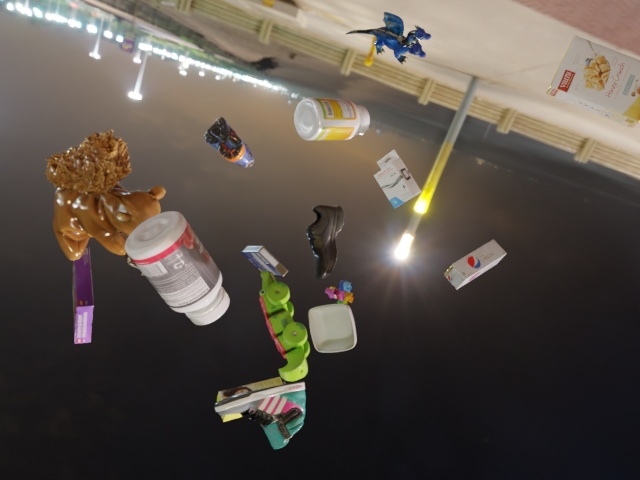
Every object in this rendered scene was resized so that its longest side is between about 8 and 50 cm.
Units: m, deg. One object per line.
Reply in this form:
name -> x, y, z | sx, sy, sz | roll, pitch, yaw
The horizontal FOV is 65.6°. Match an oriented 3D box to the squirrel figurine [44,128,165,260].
squirrel figurine -> -0.685, -0.139, 1.596 | 0.370, 0.397, 0.281 | 5, -148, 39

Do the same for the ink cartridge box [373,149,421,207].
ink cartridge box -> 0.264, -0.219, 1.777 | 0.060, 0.104, 0.180 | -32, -91, -41

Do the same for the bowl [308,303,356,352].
bowl -> 0.042, 0.260, 1.492 | 0.142, 0.142, 0.053 | -12, 177, 26

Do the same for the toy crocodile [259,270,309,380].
toy crocodile -> -0.109, 0.229, 1.386 | 0.105, 0.115, 0.341 | -20, -124, -10

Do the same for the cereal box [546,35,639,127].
cereal box -> 0.751, -0.424, 1.322 | 0.240, 0.173, 0.047 | 26, 170, 9

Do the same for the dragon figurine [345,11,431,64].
dragon figurine -> 0.203, -0.612, 1.473 | 0.289, 0.085, 0.144 | 35, 178, 17

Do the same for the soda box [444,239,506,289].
soda box -> 0.521, 0.079, 1.672 | 0.216, 0.074, 0.069 | -26, -114, -28

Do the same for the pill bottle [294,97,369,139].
pill bottle -> 0.046, -0.409, 1.684 | 0.245, 0.136, 0.136 | -10, -148, -39

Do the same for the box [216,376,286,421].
box -> -0.219, 0.523, 1.648 | 0.232, 0.058, 0.087 | -7, -134, -30

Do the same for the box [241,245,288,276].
box -> -0.219, 0.076, 1.898 | 0.136, 0.036, 0.225 | 46, 160, -18

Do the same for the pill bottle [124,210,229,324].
pill bottle -> -0.388, 0.089, 1.401 | 0.176, 0.319, 0.176 | -17, -144, 13

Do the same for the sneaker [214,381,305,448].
sneaker -> -0.167, 0.539, 1.496 | 0.295, 0.179, 0.124 | -2, 163, -31

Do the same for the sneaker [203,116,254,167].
sneaker -> -0.251, -0.262, 1.364 | 0.087, 0.083, 0.221 | 42, -171, -48

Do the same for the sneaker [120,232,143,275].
sneaker -> -0.694, 0.051, 1.843 | 0.188, 0.066, 0.071 | 42, -144, -2

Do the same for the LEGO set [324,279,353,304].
LEGO set -> 0.065, 0.207, 1.874 | 0.093, 0.087, 0.227 | 18, 151, 19

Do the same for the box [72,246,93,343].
box -> -0.864, 0.194, 1.799 | 0.057, 0.201, 0.293 | 0, -138, -28

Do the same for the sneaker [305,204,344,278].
sneaker -> 0.000, 0.000, 1.873 | 0.130, 0.286, 0.109 | 11, 173, -24
